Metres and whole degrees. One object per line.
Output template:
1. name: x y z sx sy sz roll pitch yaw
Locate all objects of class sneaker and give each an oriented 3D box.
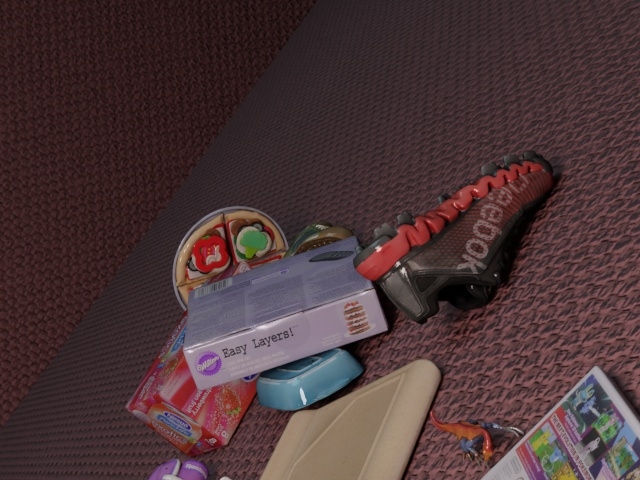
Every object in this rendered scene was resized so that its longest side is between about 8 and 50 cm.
1. sneaker: 0.172 0.001 1.448 0.276 0.135 0.097 -31 -7 -26
2. sneaker: -0.191 0.343 1.640 0.161 0.102 0.282 -53 15 -24
3. sneaker: 0.000 0.000 1.979 0.192 0.064 0.086 -34 26 53

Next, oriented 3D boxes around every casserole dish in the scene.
1. casserole dish: -0.020 0.169 1.611 0.114 0.037 0.188 -29 8 -20

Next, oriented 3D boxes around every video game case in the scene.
1. video game case: 0.193 0.207 1.031 0.183 0.023 0.201 -47 14 10

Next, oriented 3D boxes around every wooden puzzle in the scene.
1. wooden puzzle: 0.020 0.247 1.396 0.239 0.044 0.221 -27 26 44

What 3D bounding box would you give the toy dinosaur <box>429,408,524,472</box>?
1. toy dinosaur: 0.136 0.182 1.171 0.082 0.090 0.047 71 -142 -72

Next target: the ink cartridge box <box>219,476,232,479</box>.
1. ink cartridge box: -0.024 0.298 1.085 0.067 0.198 0.115 -24 30 58

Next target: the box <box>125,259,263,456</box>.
1. box: -0.153 0.172 1.878 0.122 0.128 0.257 -27 27 52

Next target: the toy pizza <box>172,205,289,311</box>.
1. toy pizza: -0.134 0.046 2.010 0.201 0.201 0.032 -51 31 -6

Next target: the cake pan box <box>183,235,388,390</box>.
1. cake pan box: -0.055 0.091 1.685 0.267 0.070 0.246 -18 14 0
